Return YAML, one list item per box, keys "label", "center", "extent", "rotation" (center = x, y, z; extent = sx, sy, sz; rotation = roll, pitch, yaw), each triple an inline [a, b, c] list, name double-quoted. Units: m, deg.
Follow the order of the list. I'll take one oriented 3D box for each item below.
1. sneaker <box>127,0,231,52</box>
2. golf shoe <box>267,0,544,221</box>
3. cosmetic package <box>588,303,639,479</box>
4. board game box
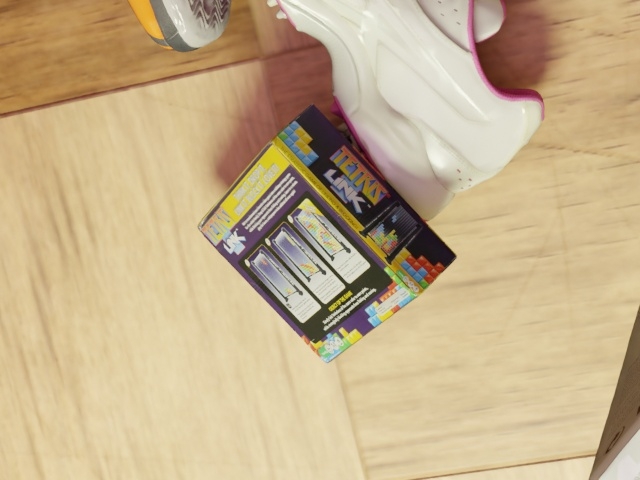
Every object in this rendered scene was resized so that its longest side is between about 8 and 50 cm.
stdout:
- label: "sneaker"
  center: [-0.183, -0.263, 1.166]
  extent: [0.180, 0.124, 0.321]
  rotation: [-20, 88, 23]
- label: "golf shoe"
  center: [0.039, -0.168, 1.135]
  extent: [0.140, 0.115, 0.306]
  rotation: [-28, 104, 11]
- label: "cosmetic package"
  center: [0.299, 0.082, 0.976]
  extent: [0.217, 0.385, 0.156]
  rotation: [36, 113, 2]
- label: "board game box"
  center: [0.000, 0.000, 1.163]
  extent: [0.141, 0.048, 0.170]
  rotation: [48, 151, 0]
